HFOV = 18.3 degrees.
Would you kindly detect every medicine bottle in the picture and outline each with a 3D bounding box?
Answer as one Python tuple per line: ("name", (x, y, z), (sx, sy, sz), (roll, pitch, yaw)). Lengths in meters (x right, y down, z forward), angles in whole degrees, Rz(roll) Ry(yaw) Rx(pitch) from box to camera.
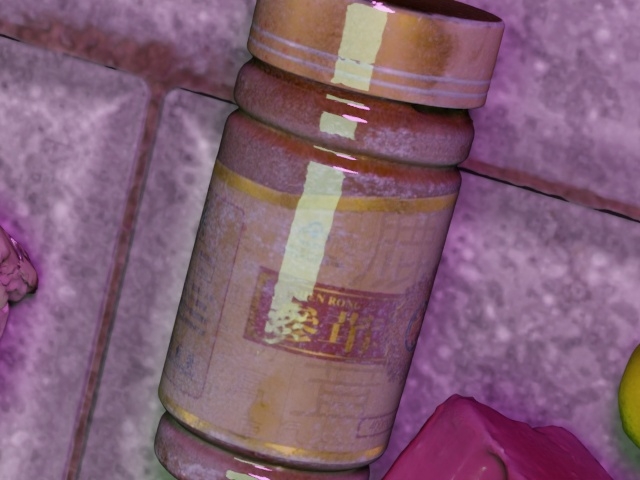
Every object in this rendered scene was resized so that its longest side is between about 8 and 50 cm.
("medicine bottle", (0.000, 0.000, 1.235), (0.151, 0.151, 0.322), (18, 103, 14))

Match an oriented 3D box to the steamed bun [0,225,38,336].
("steamed bun", (-0.403, 0.053, 1.321), (0.394, 0.237, 0.346), (-16, 93, 19))

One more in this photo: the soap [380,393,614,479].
("soap", (0.068, 0.303, 1.218), (0.359, 0.128, 0.233), (-54, 43, 17))

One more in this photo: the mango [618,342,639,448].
("mango", (0.265, 0.092, 1.201), (0.163, 0.089, 0.117), (16, 102, 15))
